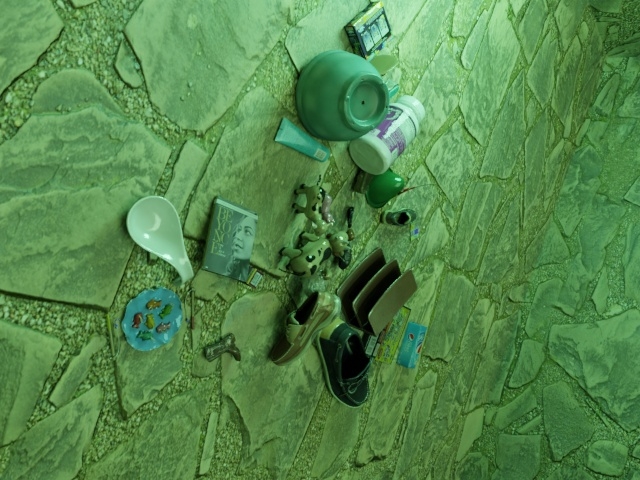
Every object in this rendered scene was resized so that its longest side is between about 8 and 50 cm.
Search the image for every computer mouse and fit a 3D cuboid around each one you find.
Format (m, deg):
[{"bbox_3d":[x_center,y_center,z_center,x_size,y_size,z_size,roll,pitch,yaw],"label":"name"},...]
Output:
[{"bbox_3d":[0.107,-0.008,1.852,0.041,0.071,0.241,10,93,-8],"label":"computer mouse"}]

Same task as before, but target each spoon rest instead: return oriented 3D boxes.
[{"bbox_3d":[-0.410,0.009,1.310,0.137,0.084,0.276,-42,128,-30],"label":"spoon rest"}]

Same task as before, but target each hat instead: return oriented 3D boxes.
[{"bbox_3d":[0.308,-0.206,1.915,0.208,0.184,0.173,-54,134,-20],"label":"hat"}]

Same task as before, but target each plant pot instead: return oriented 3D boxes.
[{"bbox_3d":[0.094,-0.445,1.564,0.293,0.196,0.292,-14,117,-28],"label":"plant pot"}]

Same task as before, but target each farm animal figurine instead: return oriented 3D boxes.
[{"bbox_3d":[0.000,0.000,1.670,0.326,0.172,0.330,-55,134,-18],"label":"farm animal figurine"}]

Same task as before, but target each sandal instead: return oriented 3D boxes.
[{"bbox_3d":[0.173,-0.578,1.758,0.240,0.088,0.079,-37,158,-24],"label":"sandal"}]

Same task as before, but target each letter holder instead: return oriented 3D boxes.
[{"bbox_3d":[0.229,0.193,1.987,0.302,0.152,0.214,-43,127,-29],"label":"letter holder"}]

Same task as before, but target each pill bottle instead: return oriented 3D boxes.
[{"bbox_3d":[0.253,-0.396,1.811,0.301,0.169,0.169,-49,132,-24],"label":"pill bottle"}]

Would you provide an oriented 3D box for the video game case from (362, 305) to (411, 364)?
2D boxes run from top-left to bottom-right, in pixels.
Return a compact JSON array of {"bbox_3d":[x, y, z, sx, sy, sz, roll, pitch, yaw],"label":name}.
[{"bbox_3d":[0.289,0.401,2.199,0.248,0.035,0.274,29,80,-46],"label":"video game case"}]

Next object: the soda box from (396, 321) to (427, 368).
[{"bbox_3d":[0.436,0.500,2.354,0.067,0.071,0.209,18,89,-47],"label":"soda box"}]

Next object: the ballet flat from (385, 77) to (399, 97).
[{"bbox_3d":[0.206,-0.519,1.803,0.213,0.068,0.072,-47,167,-25],"label":"ballet flat"}]

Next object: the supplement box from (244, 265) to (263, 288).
[{"bbox_3d":[-0.226,0.110,1.536,0.043,0.083,0.054,43,72,-44],"label":"supplement box"}]

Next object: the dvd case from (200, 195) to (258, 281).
[{"bbox_3d":[-0.264,-0.002,1.462,0.165,0.018,0.221,24,67,-46],"label":"dvd case"}]

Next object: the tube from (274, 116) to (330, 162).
[{"bbox_3d":[-0.057,-0.318,1.607,0.207,0.052,0.080,23,80,-42],"label":"tube"}]

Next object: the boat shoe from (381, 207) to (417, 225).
[{"bbox_3d":[0.347,-0.092,2.073,0.224,0.073,0.080,-4,105,-45],"label":"boat shoe"}]

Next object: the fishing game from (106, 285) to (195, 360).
[{"bbox_3d":[-0.456,0.219,1.366,0.264,0.041,0.189,-12,111,-45],"label":"fishing game"}]

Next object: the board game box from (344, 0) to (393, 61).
[{"bbox_3d":[0.170,-0.722,1.711,0.170,0.048,0.141,-49,130,-24],"label":"board game box"}]

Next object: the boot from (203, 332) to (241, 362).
[{"bbox_3d":[-0.313,0.362,1.561,0.114,0.037,0.106,-29,109,-41],"label":"boot"}]

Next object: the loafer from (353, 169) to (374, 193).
[{"bbox_3d":[0.162,-0.238,1.857,0.056,0.050,0.148,58,46,-43],"label":"loafer"}]

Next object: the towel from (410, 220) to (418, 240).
[{"bbox_3d":[0.422,-0.044,2.213,0.060,0.009,0.083,-21,117,-41],"label":"towel"}]

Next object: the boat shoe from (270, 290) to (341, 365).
[{"bbox_3d":[-0.073,0.292,1.696,0.116,0.123,0.324,35,100,-32],"label":"boat shoe"}]

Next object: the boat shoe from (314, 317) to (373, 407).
[{"bbox_3d":[0.119,0.512,1.971,0.187,0.156,0.499,-42,130,-31],"label":"boat shoe"}]
